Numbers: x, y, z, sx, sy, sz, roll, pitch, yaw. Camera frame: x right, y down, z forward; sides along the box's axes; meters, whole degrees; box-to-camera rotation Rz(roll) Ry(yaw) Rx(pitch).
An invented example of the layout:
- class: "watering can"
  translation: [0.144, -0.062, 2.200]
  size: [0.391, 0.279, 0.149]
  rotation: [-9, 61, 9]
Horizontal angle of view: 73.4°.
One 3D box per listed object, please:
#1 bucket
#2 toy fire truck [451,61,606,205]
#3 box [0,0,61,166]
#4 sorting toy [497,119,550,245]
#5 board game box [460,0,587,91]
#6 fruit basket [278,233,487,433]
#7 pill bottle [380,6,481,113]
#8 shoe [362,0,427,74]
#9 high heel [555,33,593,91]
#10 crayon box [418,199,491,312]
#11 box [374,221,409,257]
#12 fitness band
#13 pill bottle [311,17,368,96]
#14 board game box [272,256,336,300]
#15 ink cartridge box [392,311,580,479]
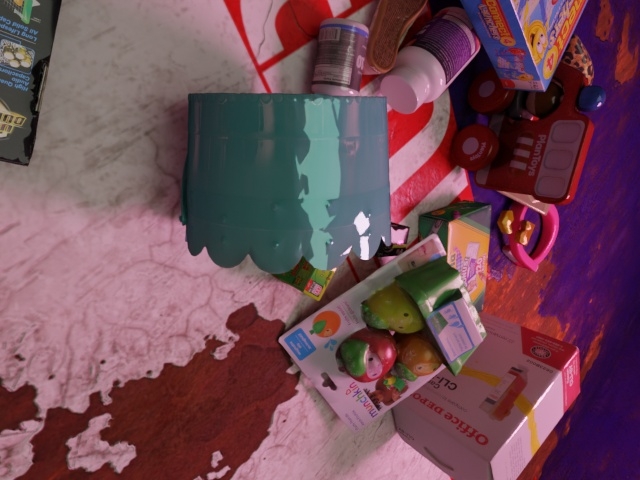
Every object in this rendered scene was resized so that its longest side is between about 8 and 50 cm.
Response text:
- class: "bucket"
  translation: [-0.040, -0.091, 0.550]
  size: [0.281, 0.281, 0.183]
  rotation: [-12, 112, -37]
- class: "toy fire truck"
  translation: [0.449, -0.238, 0.915]
  size: [0.169, 0.253, 0.302]
  rotation: [11, 96, -42]
- class: "box"
  translation: [-0.380, -0.238, 0.345]
  size: [0.295, 0.073, 0.294]
  rotation: [9, 98, -42]
- class: "sorting toy"
  translation: [0.530, -0.157, 1.123]
  size: [0.229, 0.041, 0.307]
  rotation: [22, 91, -21]
- class: "board game box"
  translation: [0.379, -0.476, 0.741]
  size: [0.302, 0.086, 0.308]
  rotation: [24, 91, -49]
- class: "fruit basket"
  translation: [0.146, 0.204, 0.848]
  size: [0.353, 0.165, 0.327]
  rotation: [-36, 118, -9]
- class: "pill bottle"
  translation: [0.197, -0.321, 0.776]
  size: [0.193, 0.108, 0.108]
  rotation: [-49, 128, -18]
- class: "shoe"
  translation: [0.121, -0.380, 0.736]
  size: [0.076, 0.058, 0.219]
  rotation: [29, 80, -21]
- class: "high heel"
  translation: [0.636, -0.384, 1.134]
  size: [0.186, 0.093, 0.261]
  rotation: [-42, 132, -25]
- class: "crayon box"
  translation: [0.312, 0.059, 1.008]
  size: [0.165, 0.081, 0.279]
  rotation: [-19, 115, -35]
- class: "box"
  translation: [0.128, -0.003, 0.855]
  size: [0.083, 0.052, 0.062]
  rotation: [-3, 106, -38]
- class: "fitness band"
  translation: [0.622, -0.028, 1.259]
  size: [0.290, 0.054, 0.209]
  rotation: [29, 84, -42]
- class: "pill bottle"
  translation: [0.027, -0.264, 0.672]
  size: [0.078, 0.078, 0.137]
  rotation: [-1, 104, -40]
- class: "board game box"
  translation: [0.000, 0.000, 0.722]
  size: [0.043, 0.092, 0.181]
  rotation: [35, 81, -40]
- class: "ink cartridge box"
  translation: [0.403, 0.376, 1.050]
  size: [0.384, 0.279, 0.161]
  rotation: [-33, 122, -28]
